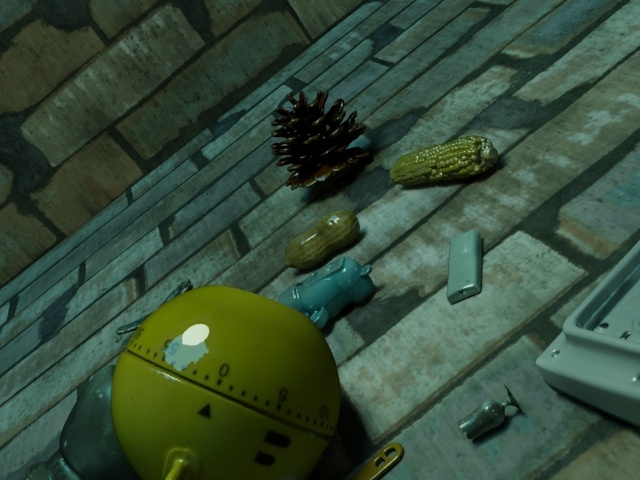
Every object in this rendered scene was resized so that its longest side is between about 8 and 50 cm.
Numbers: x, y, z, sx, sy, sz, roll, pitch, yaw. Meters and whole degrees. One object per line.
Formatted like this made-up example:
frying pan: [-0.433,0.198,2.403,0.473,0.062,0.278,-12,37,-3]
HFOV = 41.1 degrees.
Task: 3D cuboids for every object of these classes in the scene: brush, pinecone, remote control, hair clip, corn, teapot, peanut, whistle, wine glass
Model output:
brush: [0.012,0.377,1.186,0.272,0.013,0.103,-41,23,-8]
pinecone: [-0.008,-0.255,2.123,0.264,0.264,0.264,-32,23,15]
remote control: [0.244,0.041,1.458,0.061,0.029,0.162,-28,25,26]
hair clip: [-0.421,0.178,2.183,0.229,0.036,0.066,-36,26,-11]
corn: [0.249,-0.160,1.769,0.288,0.086,0.086,-8,37,54]
teapot: [-0.359,0.414,1.501,0.285,0.305,0.223,-48,-19,-5]
peanut: [0.001,0.000,1.836,0.193,0.089,0.089,-32,23,14]
whistle: [-0.012,0.110,1.636,0.274,0.093,0.186,-29,24,28]
wine glass: [0.220,0.228,1.123,0.083,0.042,0.039,-36,-7,11]

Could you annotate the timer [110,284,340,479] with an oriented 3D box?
timer: [-0.150,0.272,1.259,0.376,0.376,0.387,3,68,58]

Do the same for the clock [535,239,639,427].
clock: [0.407,0.088,1.015,0.262,0.116,0.231,-42,22,-13]
